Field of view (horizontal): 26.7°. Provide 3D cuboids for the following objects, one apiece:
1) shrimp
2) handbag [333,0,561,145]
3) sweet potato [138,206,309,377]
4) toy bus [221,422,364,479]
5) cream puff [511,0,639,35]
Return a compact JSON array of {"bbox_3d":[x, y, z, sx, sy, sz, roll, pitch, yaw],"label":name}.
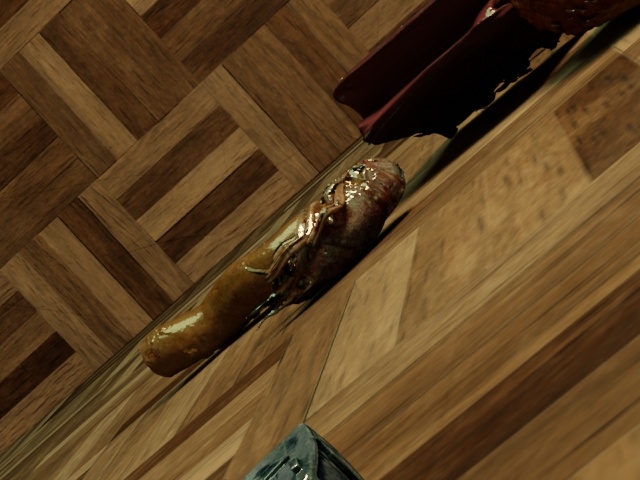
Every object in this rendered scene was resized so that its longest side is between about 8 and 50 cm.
[{"bbox_3d":[0.001,0.001,1.158,0.190,0.075,0.073,-53,38,-7],"label":"shrimp"},{"bbox_3d":[0.136,-0.180,1.306,0.203,0.074,0.216,-41,-16,33],"label":"handbag"},{"bbox_3d":[-0.064,0.042,1.355,0.281,0.059,0.067,-39,-16,19],"label":"sweet potato"},{"bbox_3d":[-0.049,0.134,0.439,0.166,0.047,0.065,-43,9,0],"label":"toy bus"},{"bbox_3d":[0.254,-0.283,1.135,0.240,0.164,0.240,-41,0,0],"label":"cream puff"}]
